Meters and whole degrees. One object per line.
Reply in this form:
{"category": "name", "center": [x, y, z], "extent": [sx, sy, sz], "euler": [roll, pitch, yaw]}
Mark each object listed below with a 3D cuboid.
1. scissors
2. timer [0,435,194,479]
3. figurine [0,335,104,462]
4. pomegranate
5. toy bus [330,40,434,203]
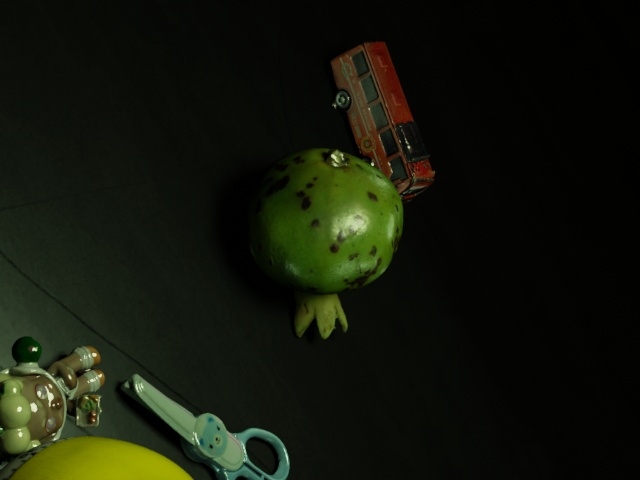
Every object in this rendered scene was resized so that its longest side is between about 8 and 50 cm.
{"category": "scissors", "center": [-0.135, 0.235, 1.691], "extent": [0.256, 0.030, 0.125], "euler": [42, 45, -27]}
{"category": "timer", "center": [-0.191, 0.323, 1.378], "extent": [0.285, 0.285, 0.285], "euler": [22, 57, -38]}
{"category": "figurine", "center": [-0.292, 0.168, 1.513], "extent": [0.197, 0.093, 0.147], "euler": [-28, 108, -49]}
{"category": "pomegranate", "center": [0.000, 0.000, 1.843], "extent": [0.211, 0.211, 0.263], "euler": [-24, 130, -49]}
{"category": "toy bus", "center": [0.088, -0.168, 2.066], "extent": [0.073, 0.096, 0.235], "euler": [-14, 81, -46]}
